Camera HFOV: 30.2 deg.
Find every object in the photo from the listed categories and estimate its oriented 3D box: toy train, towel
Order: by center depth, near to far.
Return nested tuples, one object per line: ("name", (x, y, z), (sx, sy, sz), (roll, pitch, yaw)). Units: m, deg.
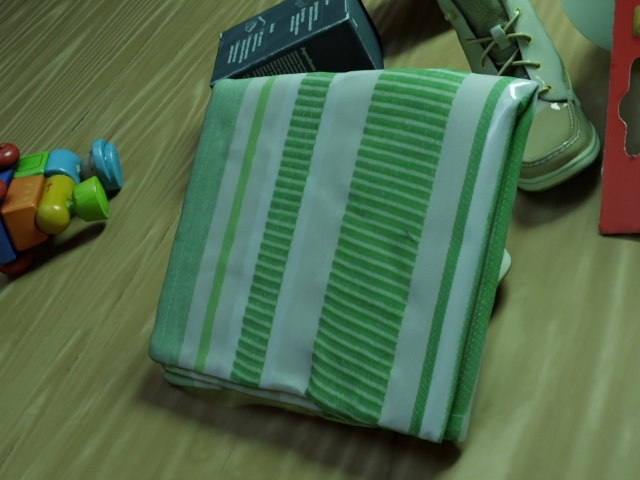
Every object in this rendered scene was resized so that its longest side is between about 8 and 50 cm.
("towel", (0.000, 0.000, 0.832), (0.325, 0.038, 0.248), (5, 80, 50))
("toy train", (-0.287, -0.025, 1.241), (0.143, 0.105, 0.248), (-14, 29, 3))

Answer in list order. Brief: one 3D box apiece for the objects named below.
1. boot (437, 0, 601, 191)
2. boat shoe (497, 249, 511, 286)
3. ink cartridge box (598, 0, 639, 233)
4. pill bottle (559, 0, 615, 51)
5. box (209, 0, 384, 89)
("boot", (0.144, -0.144, 0.917), (0.077, 0.165, 0.213), (-24, 26, 14))
("boat shoe", (0.030, -0.017, 0.900), (0.103, 0.092, 0.285), (-38, 28, -14))
("ink cartridge box", (0.250, -0.097, 0.723), (0.224, 0.056, 0.181), (-2, 80, 51))
("pill bottle", (0.308, -0.266, 0.991), (0.245, 0.136, 0.136), (-44, 30, -24))
("box", (-0.022, -0.188, 1.238), (0.158, 0.093, 0.156), (-24, 27, 14))
